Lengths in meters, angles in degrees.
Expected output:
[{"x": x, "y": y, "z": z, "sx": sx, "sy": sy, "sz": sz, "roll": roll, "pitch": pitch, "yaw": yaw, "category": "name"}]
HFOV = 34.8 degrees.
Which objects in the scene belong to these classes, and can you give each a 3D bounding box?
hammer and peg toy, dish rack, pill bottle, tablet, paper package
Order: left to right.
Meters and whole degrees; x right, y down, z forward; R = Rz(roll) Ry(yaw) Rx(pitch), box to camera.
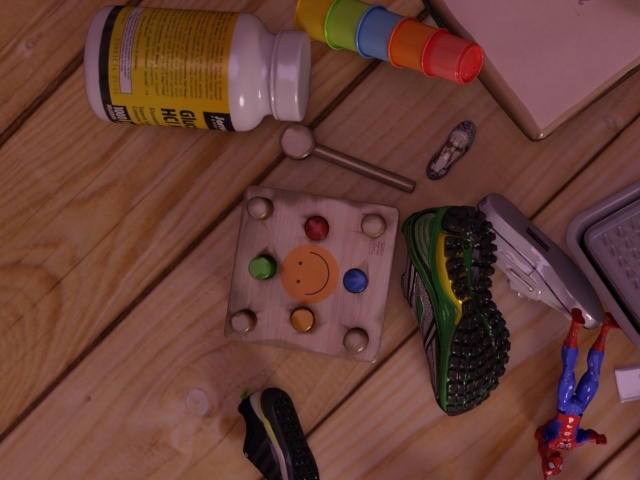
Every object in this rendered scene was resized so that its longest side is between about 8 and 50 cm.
[{"x": -0.189, "y": -0.270, "z": 1.620, "sx": 0.333, "sy": 0.188, "sz": 0.188, "roll": 5, "pitch": 90, "yaw": 8, "category": "pill bottle"}, {"x": 0.000, "y": 0.000, "z": 1.625, "sx": 0.265, "sy": 0.127, "sz": 0.362, "roll": 10, "pitch": 91, "yaw": 7, "category": "hammer and peg toy"}, {"x": 0.356, "y": -0.359, "z": 1.566, "sx": 0.309, "sy": 0.168, "sz": 0.325, "roll": -36, "pitch": 86, "yaw": 5, "category": "paper package"}, {"x": 0.512, "y": 0.224, "z": 1.622, "sx": 0.083, "sy": 0.006, "sz": 0.054, "roll": -11, "pitch": 88, "yaw": 6, "category": "tablet"}, {"x": 0.568, "y": 0.011, "z": 1.534, "sx": 0.332, "sy": 0.072, "sz": 0.286, "roll": -29, "pitch": 50, "yaw": 6, "category": "dish rack"}]

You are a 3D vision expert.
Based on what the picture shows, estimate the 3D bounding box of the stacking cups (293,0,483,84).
[{"x": 0.101, "y": -0.317, "z": 1.560, "sx": 0.316, "sy": 0.096, "sz": 0.096, "roll": 25, "pitch": 93, "yaw": 37, "category": "stacking cups"}]

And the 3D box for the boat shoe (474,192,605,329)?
[{"x": 0.331, "y": 0.048, "z": 1.607, "sx": 0.267, "sy": 0.096, "sz": 0.088, "roll": 44, "pitch": 123, "yaw": -1, "category": "boat shoe"}]

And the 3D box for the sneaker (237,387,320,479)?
[{"x": -0.074, "y": 0.351, "z": 1.670, "sx": 0.097, "sy": 0.084, "sz": 0.235, "roll": -17, "pitch": 86, "yaw": 30, "category": "sneaker"}]

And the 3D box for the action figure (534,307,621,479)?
[{"x": 0.390, "y": 0.259, "z": 1.545, "sx": 0.091, "sy": 0.139, "sz": 0.280, "roll": 8, "pitch": 116, "yaw": -3, "category": "action figure"}]

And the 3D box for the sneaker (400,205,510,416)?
[{"x": 0.205, "y": 0.110, "z": 1.614, "sx": 0.134, "sy": 0.146, "sz": 0.344, "roll": -11, "pitch": 102, "yaw": -34, "category": "sneaker"}]

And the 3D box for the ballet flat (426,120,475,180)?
[{"x": 0.212, "y": -0.145, "z": 1.645, "sx": 0.041, "sy": 0.041, "sz": 0.114, "roll": 37, "pitch": 94, "yaw": 6, "category": "ballet flat"}]
